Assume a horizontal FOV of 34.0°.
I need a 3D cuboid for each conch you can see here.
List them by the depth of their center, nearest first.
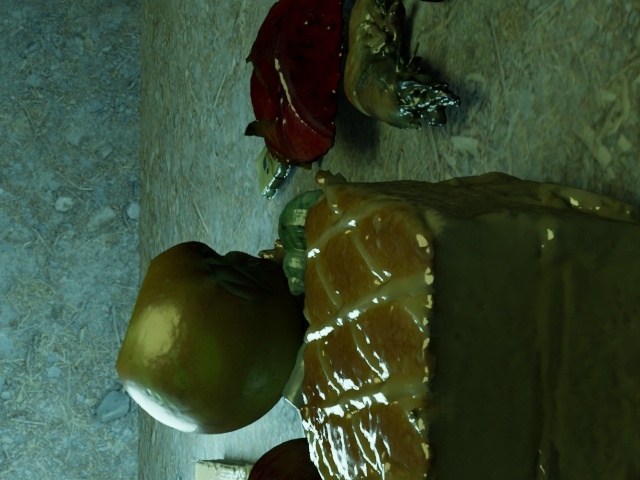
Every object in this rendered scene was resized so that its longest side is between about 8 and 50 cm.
[{"bbox_3d":[-0.001,-0.002,1.772,0.176,0.122,0.188,25,118,42],"label":"conch"}]

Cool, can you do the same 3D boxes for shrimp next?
[{"bbox_3d":[0.125,-0.293,1.529,0.445,0.085,0.272,-120,42,-62],"label":"shrimp"}]

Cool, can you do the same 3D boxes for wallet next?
[{"bbox_3d":[-0.090,-0.161,2.141,0.155,0.039,0.110,127,144,-57],"label":"wallet"}]

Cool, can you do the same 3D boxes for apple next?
[{"bbox_3d":[-0.214,0.167,1.994,0.384,0.374,0.374,53,138,43],"label":"apple"}]

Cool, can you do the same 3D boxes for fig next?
[{"bbox_3d":[-0.006,0.420,1.648,0.235,0.214,0.235,24,123,42],"label":"fig"}]

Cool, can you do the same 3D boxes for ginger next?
[{"bbox_3d":[-0.071,0.030,2.026,0.089,0.075,0.288,44,144,6],"label":"ginger"}]

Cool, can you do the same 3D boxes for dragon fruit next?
[{"bbox_3d":[-0.064,-0.289,1.777,0.282,0.100,0.344,-20,64,57],"label":"dragon fruit"}]

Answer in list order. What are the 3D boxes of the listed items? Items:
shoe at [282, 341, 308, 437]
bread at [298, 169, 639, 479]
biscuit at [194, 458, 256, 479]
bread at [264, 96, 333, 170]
[{"bbox_3d":[-0.021,0.262,1.828,0.103,0.100,0.251,-174,83,-70],"label":"shoe"},{"bbox_3d":[0.149,0.115,1.120,0.390,0.279,0.371,-161,71,-68],"label":"bread"},{"bbox_3d":[-0.196,0.553,2.306,0.426,0.078,0.144,159,112,-67],"label":"biscuit"},{"bbox_3d":[-0.044,-0.235,1.925,0.132,0.103,0.172,-109,28,-44],"label":"bread"}]
